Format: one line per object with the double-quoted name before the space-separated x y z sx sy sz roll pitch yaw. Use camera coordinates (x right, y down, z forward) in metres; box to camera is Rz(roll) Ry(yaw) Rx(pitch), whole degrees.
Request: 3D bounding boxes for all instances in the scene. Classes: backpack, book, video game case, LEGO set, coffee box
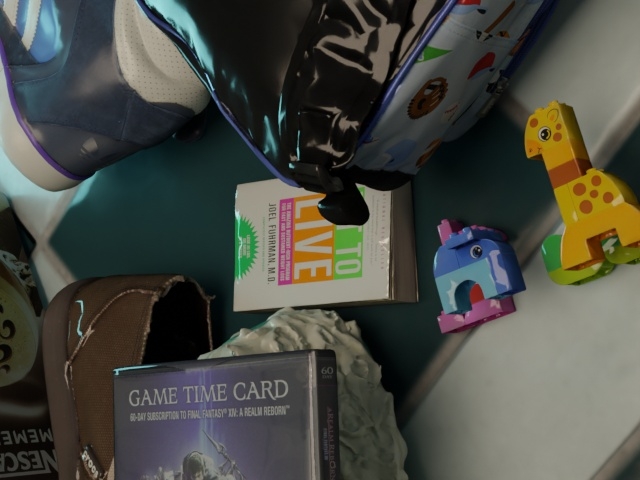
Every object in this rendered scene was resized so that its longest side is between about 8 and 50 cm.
"backpack" 0.036 -0.188 0.721 0.276 0.213 0.263 49 123 20
"book" 0.000 0.000 0.852 0.144 0.035 0.096 -7 79 39
"video game case" -0.060 0.208 0.724 0.196 0.026 0.274 -10 77 45
"LEGO set" 0.138 -0.023 0.707 0.227 0.087 0.093 -24 73 33
"coffee box" -0.317 0.104 0.997 0.119 0.168 0.297 -38 64 30

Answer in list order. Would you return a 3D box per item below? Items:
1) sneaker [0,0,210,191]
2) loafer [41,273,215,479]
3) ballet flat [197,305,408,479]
"sneaker" -0.168 -0.218 0.946 0.236 0.130 0.323 -31 64 22
"loafer" -0.110 0.184 0.858 0.130 0.134 0.366 -27 72 34
"ballet flat" 0.013 0.237 0.763 0.147 0.147 0.409 -33 69 32
